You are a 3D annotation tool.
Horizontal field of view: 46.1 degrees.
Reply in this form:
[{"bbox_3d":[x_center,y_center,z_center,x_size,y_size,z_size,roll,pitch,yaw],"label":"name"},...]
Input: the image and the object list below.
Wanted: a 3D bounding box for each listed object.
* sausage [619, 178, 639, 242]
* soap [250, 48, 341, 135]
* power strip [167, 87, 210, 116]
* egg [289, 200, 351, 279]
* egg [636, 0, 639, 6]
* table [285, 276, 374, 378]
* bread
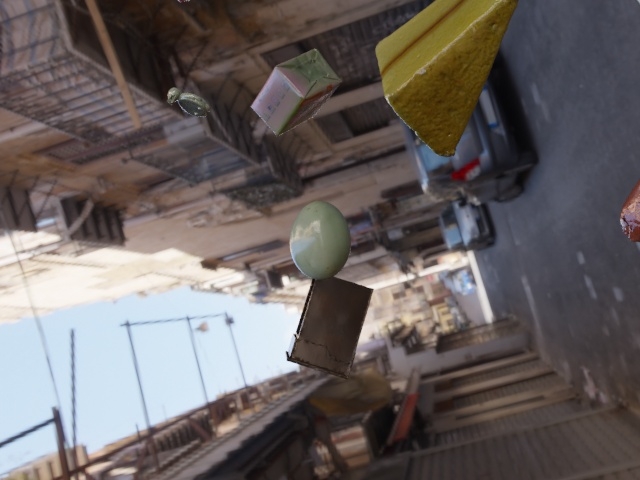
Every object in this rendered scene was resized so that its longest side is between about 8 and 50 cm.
[{"bbox_3d":[0.944,-0.120,2.090,0.152,0.152,0.280,-91,24,-63],"label":"sausage"},{"bbox_3d":[-0.073,-0.432,2.200,0.182,0.199,0.138,-34,-97,-39],"label":"soap"},{"bbox_3d":[-0.251,-0.256,1.420,0.055,0.083,0.035,-39,29,55],"label":"power strip"},{"bbox_3d":[0.000,0.000,1.828,0.149,0.149,0.192,-56,-31,-80],"label":"egg"},{"bbox_3d":[0.700,-0.522,1.451,0.228,0.177,0.177,-33,-68,-37],"label":"egg"},{"bbox_3d":[0.024,0.255,2.335,0.250,0.196,0.282,125,163,-86],"label":"table"},{"bbox_3d":[0.315,-0.396,1.576,0.245,0.361,0.233,37,-150,-30],"label":"bread"}]
